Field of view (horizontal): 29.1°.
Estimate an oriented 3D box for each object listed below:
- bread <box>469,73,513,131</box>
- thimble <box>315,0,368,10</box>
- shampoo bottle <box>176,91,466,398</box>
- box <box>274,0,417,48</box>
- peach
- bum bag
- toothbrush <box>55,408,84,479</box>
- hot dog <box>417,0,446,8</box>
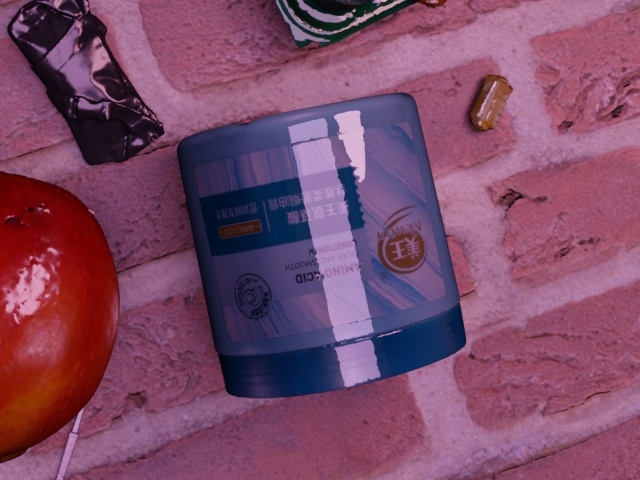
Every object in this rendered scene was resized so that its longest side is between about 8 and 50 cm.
[{"bbox_3d":[0.251,-0.203,1.829,0.049,0.034,0.088,21,92,-27],"label":"bread"},{"bbox_3d":[0.030,-0.375,1.635,0.118,0.090,0.135,-16,98,-9],"label":"thimble"},{"bbox_3d":[0.000,0.000,1.630,0.331,0.331,0.342,-12,93,-12],"label":"shampoo bottle"},{"bbox_3d":[0.006,-0.457,1.725,0.264,0.106,0.336,-27,99,-10],"label":"box"},{"bbox_3d":[-0.423,0.087,1.530,0.370,0.370,0.370,-1,93,-13],"label":"peach"},{"bbox_3d":[-0.319,-0.222,1.682,0.123,0.060,0.248,-33,100,-10],"label":"bum bag"},{"bbox_3d":[-0.350,0.288,1.720,0.014,0.017,0.194,18,91,-8],"label":"toothbrush"},{"bbox_3d":[0.153,-0.361,1.691,0.058,0.035,0.083,1,94,-14],"label":"hot dog"}]
